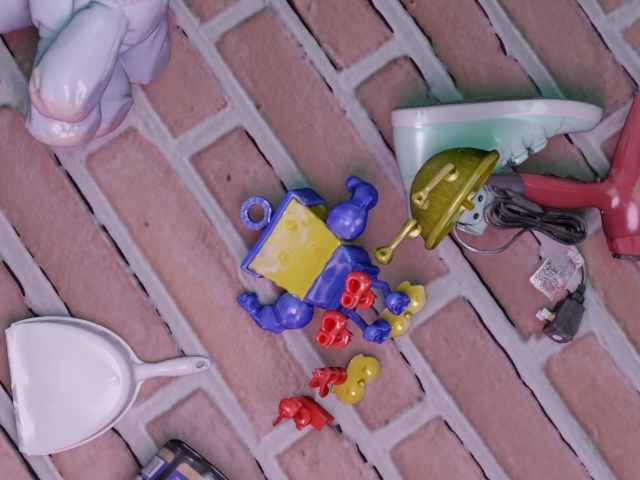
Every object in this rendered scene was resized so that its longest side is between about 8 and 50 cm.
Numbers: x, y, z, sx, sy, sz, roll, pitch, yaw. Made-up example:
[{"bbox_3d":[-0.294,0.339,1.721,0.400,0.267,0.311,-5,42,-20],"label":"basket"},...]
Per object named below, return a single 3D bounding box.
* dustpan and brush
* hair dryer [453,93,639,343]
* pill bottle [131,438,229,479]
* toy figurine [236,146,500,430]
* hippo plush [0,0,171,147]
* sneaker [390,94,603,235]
[{"bbox_3d":[-0.224,0.147,1.895,0.211,0.060,0.147,-6,92,-2],"label":"dustpan and brush"},{"bbox_3d":[0.302,-0.048,1.948,0.293,0.080,0.223,-49,117,-15],"label":"hair dryer"},{"bbox_3d":[-0.182,0.323,1.828,0.123,0.123,0.219,42,78,1],"label":"pill bottle"},{"bbox_3d":[0.000,0.000,1.866,0.217,0.191,0.362,39,107,22],"label":"toy figurine"},{"bbox_3d":[-0.293,-0.254,1.854,0.236,0.294,0.234,33,55,7],"label":"hippo plush"},{"bbox_3d":[0.201,-0.086,1.980,0.256,0.094,0.151,-7,98,-19],"label":"sneaker"}]
